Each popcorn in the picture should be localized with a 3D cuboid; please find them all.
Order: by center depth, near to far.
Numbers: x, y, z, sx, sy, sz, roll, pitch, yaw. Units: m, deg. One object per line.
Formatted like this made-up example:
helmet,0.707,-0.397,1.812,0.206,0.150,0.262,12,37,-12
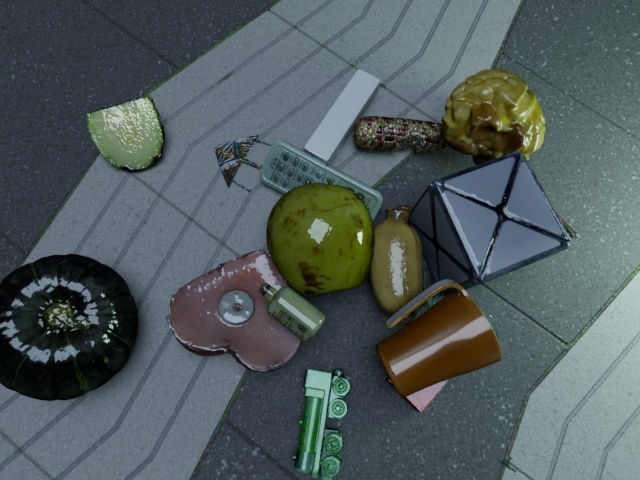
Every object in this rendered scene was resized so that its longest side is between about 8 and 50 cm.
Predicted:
popcorn,0.462,-0.317,1.182,0.265,0.225,0.332,44,34,5

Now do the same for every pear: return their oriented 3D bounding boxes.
pear,0.000,0.000,1.072,0.283,0.284,0.284,1,74,-2

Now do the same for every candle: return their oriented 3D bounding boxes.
candle,-0.195,0.164,1.105,0.316,0.131,0.288,16,67,-8

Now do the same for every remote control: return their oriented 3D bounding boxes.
remote control,0.002,-0.144,1.218,0.335,0.065,0.128,29,104,6

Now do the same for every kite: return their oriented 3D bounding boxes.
kite,0.626,-0.034,1.251,0.189,0.010,0.159,3,76,0
kite,-0.229,-0.232,1.269,0.160,0.010,0.183,24,75,4

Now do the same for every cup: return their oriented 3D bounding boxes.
cup,0.258,0.220,1.024,0.263,0.182,0.226,-27,106,-2

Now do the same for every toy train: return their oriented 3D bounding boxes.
toy train,0.004,0.427,1.062,0.118,0.085,0.252,8,72,6

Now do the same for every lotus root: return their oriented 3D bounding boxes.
lotus root,0.187,0.060,1.136,0.130,0.146,0.304,-8,74,27

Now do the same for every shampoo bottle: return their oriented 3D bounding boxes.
shampoo bottle,-0.071,0.154,1.027,0.162,0.079,0.079,37,76,4

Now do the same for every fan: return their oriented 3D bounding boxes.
fan,0.263,0.126,1.116,0.005,0.175,0.114,-8,95,24

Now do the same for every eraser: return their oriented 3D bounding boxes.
eraser,0.061,-0.341,1.277,0.076,0.078,0.298,31,75,6

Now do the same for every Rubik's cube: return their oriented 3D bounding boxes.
Rubik's cube,0.394,-0.028,1.112,0.259,0.260,0.255,-22,76,-6

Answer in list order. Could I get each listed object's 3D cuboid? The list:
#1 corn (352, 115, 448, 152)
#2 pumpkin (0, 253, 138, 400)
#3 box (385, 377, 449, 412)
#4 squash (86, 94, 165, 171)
corn,0.235,-0.293,1.264,0.289,0.098,0.099,4,74,-5
pumpkin,-0.578,0.189,1.016,0.322,0.241,0.324,6,67,-16
box,0.259,0.319,1.116,0.175,0.048,0.112,-43,78,-12
squash,-0.518,-0.286,1.249,0.191,0.085,0.184,-17,104,-5
